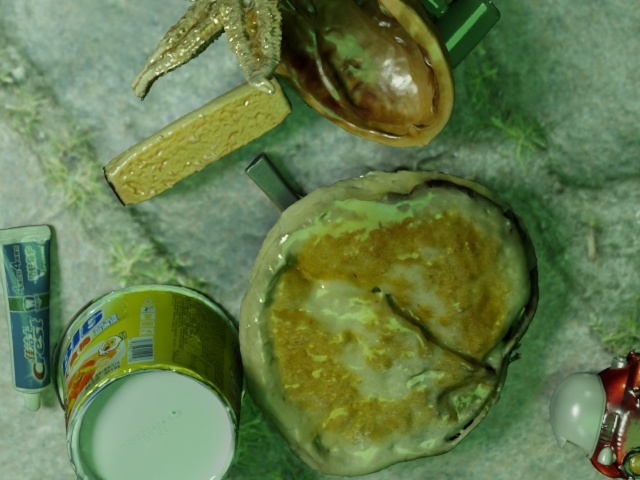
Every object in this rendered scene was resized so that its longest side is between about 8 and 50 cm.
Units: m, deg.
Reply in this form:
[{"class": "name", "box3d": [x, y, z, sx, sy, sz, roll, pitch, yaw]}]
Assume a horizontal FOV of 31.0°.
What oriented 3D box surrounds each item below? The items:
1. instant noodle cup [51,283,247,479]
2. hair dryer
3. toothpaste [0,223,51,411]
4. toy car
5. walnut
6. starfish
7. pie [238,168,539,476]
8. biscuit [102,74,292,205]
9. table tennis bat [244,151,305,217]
[{"class": "instant noodle cup", "box3d": [-0.163, 0.158, 1.130, 0.205, 0.153, 0.205, -3, 109, -9]}, {"class": "hair dryer", "box3d": [0.094, -0.236, 1.089, 0.150, 0.047, 0.071, 41, 98, -8]}, {"class": "toothpaste", "box3d": [-0.291, 0.080, 1.145, 0.057, 0.035, 0.197, -7, 110, -23]}, {"class": "toy car", "box3d": [0.304, 0.183, 1.240, 0.112, 0.112, 0.139, 13, 98, 4]}, {"class": "walnut", "box3d": [0.042, -0.185, 1.059, 0.167, 0.087, 0.211, -20, 122, 41]}, {"class": "starfish", "box3d": [-0.080, -0.219, 0.980, 0.231, 0.295, 0.048, -12, 143, 28]}, {"class": "pie", "box3d": [0.072, 0.084, 1.162, 0.339, 0.077, 0.339, -6, 115, -13]}, {"class": "biscuit", "box3d": [-0.117, -0.098, 1.094, 0.188, 0.056, 0.052, -28, 109, 4]}, {"class": "table tennis bat", "box3d": [0.000, 0.000, 1.166, 0.130, 0.019, 0.220, -38, 112, 6]}]
